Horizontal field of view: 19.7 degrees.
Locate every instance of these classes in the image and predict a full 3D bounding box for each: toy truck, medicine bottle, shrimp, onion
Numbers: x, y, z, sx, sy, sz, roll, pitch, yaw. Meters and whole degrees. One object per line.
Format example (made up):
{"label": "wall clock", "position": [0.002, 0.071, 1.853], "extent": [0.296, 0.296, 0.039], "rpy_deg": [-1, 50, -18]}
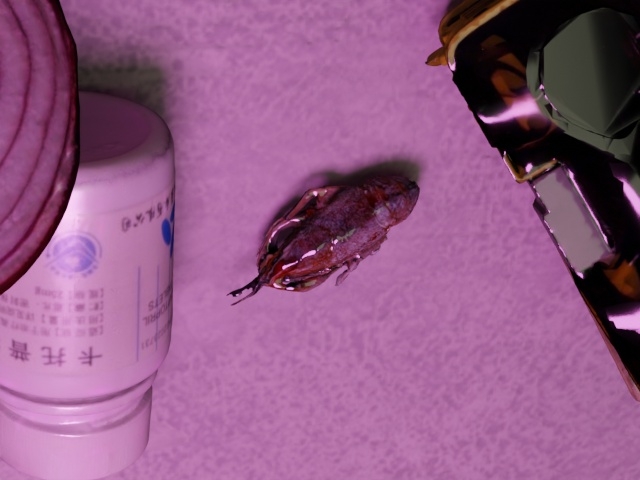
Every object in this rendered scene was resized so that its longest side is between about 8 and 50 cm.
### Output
{"label": "toy truck", "position": [0.251, -0.048, 1.514], "extent": [0.180, 0.254, 0.405], "rpy_deg": [-32, 107, 2]}
{"label": "medicine bottle", "position": [-0.204, 0.038, 1.493], "extent": [0.170, 0.170, 0.293], "rpy_deg": [-2, 120, -12]}
{"label": "shrimp", "position": [0.001, 0.001, 1.581], "extent": [0.190, 0.073, 0.075], "rpy_deg": [-37, 77, -2]}
{"label": "onion", "position": [-0.328, -0.106, 1.273], "extent": [0.282, 0.260, 0.337], "rpy_deg": [-30, 111, -28]}
